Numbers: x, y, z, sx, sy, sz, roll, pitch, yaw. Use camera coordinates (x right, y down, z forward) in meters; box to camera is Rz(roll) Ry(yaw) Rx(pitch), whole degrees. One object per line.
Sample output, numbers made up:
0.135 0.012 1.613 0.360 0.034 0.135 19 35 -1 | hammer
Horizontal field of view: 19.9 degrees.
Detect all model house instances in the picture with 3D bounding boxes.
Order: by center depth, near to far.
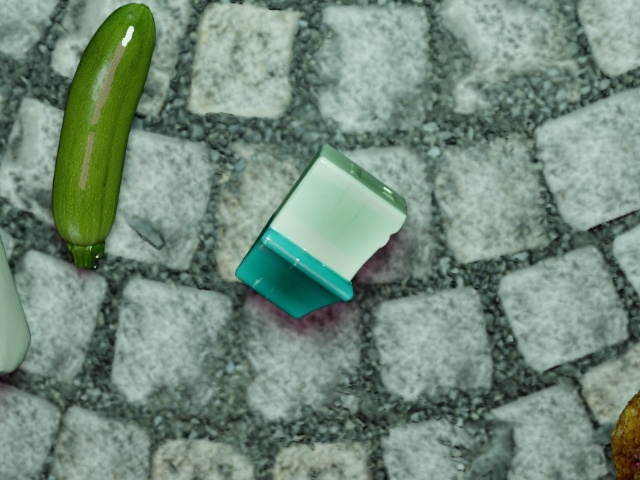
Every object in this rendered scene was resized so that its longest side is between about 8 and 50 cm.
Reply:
0.000 0.000 1.676 0.100 0.127 0.149 37 99 -4 | model house

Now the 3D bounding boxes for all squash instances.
-0.208 -0.099 1.702 0.069 0.069 0.258 15 102 1 | squash

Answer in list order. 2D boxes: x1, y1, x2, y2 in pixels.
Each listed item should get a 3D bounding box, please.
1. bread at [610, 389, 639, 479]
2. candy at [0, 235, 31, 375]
0.371 0.200 1.724 0.193 0.064 0.193 1 105 5 | bread
-0.418 -0.030 1.691 0.208 0.145 0.359 -12 100 7 | candy
